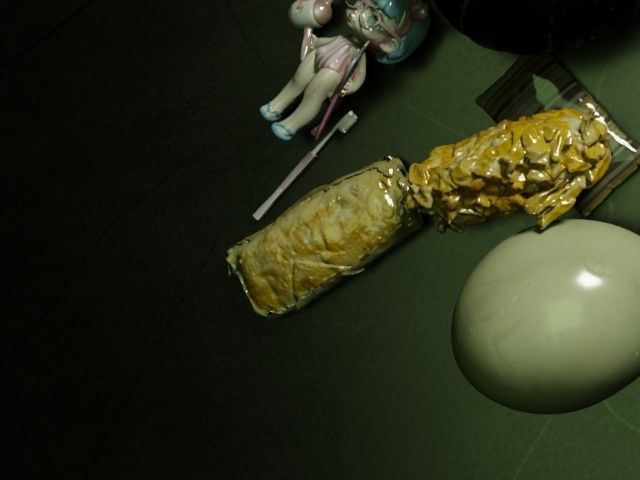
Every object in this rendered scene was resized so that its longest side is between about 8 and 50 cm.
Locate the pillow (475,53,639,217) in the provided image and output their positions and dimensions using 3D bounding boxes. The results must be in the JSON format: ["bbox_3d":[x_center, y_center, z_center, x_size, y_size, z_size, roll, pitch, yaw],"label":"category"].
[{"bbox_3d":[0.293,-0.137,1.620,0.113,0.038,0.203,-45,77,21],"label":"pillow"}]

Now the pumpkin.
[{"bbox_3d":[0.258,-0.353,1.528,0.315,0.238,0.315,-2,77,8],"label":"pumpkin"}]

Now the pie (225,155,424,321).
[{"bbox_3d":[0.000,0.000,1.715,0.282,0.068,0.128,-32,81,22],"label":"pie"}]

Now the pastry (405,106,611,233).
[{"bbox_3d":[0.225,-0.081,1.559,0.250,0.154,0.102,-13,113,38],"label":"pastry"}]

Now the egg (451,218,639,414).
[{"bbox_3d":[0.279,0.087,1.539,0.269,0.219,0.219,-32,81,13],"label":"egg"}]

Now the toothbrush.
[{"bbox_3d":[-0.021,-0.098,1.745,0.194,0.014,0.017,-45,78,15],"label":"toothbrush"}]

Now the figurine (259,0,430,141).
[{"bbox_3d":[0.025,-0.241,1.693,0.260,0.103,0.205,-45,42,17],"label":"figurine"}]
